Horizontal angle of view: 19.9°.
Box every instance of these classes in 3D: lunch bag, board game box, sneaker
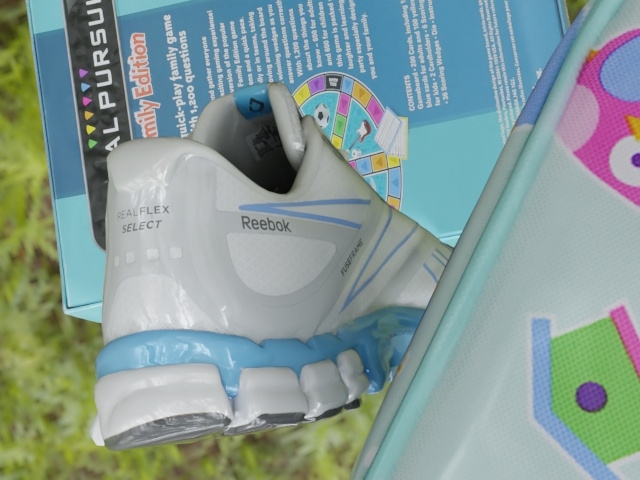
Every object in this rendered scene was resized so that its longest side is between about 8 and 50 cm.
[{"bbox_3d":[0.153,0.066,0.397,0.108,0.279,0.224,98,16,-67],"label":"lunch bag"},{"bbox_3d":[-0.008,-0.102,1.151,0.336,0.254,0.079,-11,170,12],"label":"board game box"},{"bbox_3d":[0.000,0.000,0.475,0.071,0.083,0.190,-9,179,20],"label":"sneaker"}]
